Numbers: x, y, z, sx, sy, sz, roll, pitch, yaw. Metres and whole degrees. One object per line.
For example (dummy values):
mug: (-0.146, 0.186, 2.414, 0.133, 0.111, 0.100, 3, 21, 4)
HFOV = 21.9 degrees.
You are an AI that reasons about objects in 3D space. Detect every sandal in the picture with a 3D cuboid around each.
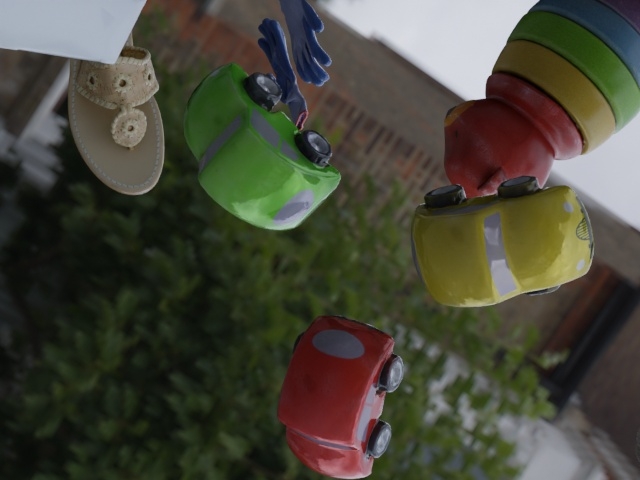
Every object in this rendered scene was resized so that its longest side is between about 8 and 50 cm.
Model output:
sandal: (-0.200, -0.167, 1.565, 0.079, 0.088, 0.240, 113, -32, -71)

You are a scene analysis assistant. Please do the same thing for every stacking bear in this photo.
stacking bear: (0.233, -0.153, 1.655, 0.289, 0.164, 0.175, -49, -169, -11)

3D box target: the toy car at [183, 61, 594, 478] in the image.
toy car: (0.000, 0.000, 0.900, 0.239, 0.225, 0.053, -46, 173, 31)

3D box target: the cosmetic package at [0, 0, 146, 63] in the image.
cosmetic package: (-0.363, -0.311, 1.466, 0.377, 0.284, 0.097, 49, -62, 34)

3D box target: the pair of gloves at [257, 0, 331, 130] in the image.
pair of gloves: (-0.033, -0.229, 1.992, 0.198, 0.023, 0.159, 112, -38, -58)

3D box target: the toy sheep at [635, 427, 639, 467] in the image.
toy sheep: (0.363, 0.203, 1.682, 0.091, 0.091, 0.132, -97, -170, -64)
